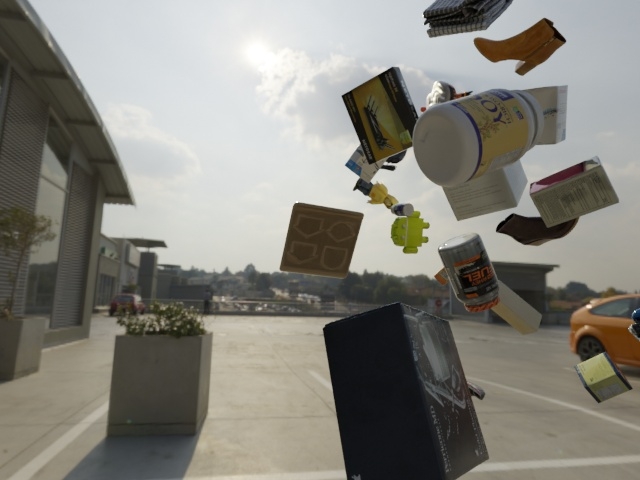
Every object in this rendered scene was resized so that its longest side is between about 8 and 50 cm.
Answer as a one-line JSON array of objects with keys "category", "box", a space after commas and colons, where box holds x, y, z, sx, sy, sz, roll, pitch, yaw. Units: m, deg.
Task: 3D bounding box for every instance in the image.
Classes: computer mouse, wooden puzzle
[{"category": "computer mouse", "box": [0.400, -0.483, 2.387, 0.184, 0.262, 0.060, 12, -39, 28]}, {"category": "wooden puzzle", "box": [0.000, 0.000, 1.823, 0.322, 0.347, 0.080, 8, 24, -16]}]

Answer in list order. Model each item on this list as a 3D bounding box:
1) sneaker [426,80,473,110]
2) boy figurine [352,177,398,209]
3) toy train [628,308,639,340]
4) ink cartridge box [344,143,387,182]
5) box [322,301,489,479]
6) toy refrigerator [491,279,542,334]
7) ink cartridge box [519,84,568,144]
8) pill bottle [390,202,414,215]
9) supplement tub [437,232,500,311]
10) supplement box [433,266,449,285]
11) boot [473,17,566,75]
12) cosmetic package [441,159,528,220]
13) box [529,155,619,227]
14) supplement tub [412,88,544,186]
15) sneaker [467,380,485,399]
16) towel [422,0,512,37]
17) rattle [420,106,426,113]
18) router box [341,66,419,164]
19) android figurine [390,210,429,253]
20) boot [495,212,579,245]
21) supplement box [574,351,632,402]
[{"category": "sneaker", "box": [0.540, -0.569, 1.627, 0.180, 0.124, 0.321, -1, 13, 5]}, {"category": "boy figurine", "box": [0.339, -0.278, 2.479, 0.285, 0.092, 0.177, 33, -45, 3]}, {"category": "toy train", "box": [0.825, 0.195, 0.944, 0.184, 0.105, 0.080, -27, 16, 13]}, {"category": "ink cartridge box", "box": [0.251, -0.430, 2.142, 0.148, 0.203, 0.086, 29, 14, -32]}, {"category": "box", "box": [0.279, 0.495, 1.312, 0.297, 0.479, 0.472, -24, -28, 28]}, {"category": "toy refrigerator", "box": [0.901, 0.320, 1.926, 0.269, 0.102, 0.094, 39, -33, -1]}, {"category": "ink cartridge box", "box": [0.944, -0.534, 1.741, 0.168, 0.232, 0.171, 8, 22, 42]}, {"category": "pill bottle", "box": [0.416, -0.157, 2.081, 0.067, 0.067, 0.120, 6, 0, -29]}, {"category": "supplement tub", "box": [0.660, 0.140, 1.789, 0.194, 0.316, 0.193, -24, 6, 3]}, {"category": "supplement box", "box": [0.722, 0.135, 2.184, 0.233, 0.080, 0.078, -48, -10, 26]}, {"category": "boot", "box": [0.777, -0.785, 1.585, 0.295, 0.104, 0.211, 20, -29, -15]}, {"category": "cosmetic package", "box": [0.847, -0.373, 2.158, 0.329, 0.393, 0.327, -14, 21, 43]}, {"category": "box", "box": [0.887, -0.170, 1.435, 0.232, 0.148, 0.127, -26, 12, 36]}, {"category": "supplement tub", "box": [0.473, -0.317, 1.223, 0.331, 0.241, 0.241, -22, 1, -23]}, {"category": "sneaker", "box": [0.623, 0.642, 1.745, 0.072, 0.077, 0.178, 21, 1, -28]}, {"category": "towel", "box": [0.528, -0.849, 1.451, 0.235, 0.283, 0.121, 17, -36, 43]}, {"category": "rattle", "box": [0.564, -0.628, 1.958, 0.143, 0.130, 0.200, -31, -29, 18]}, {"category": "router box", "box": [0.254, -0.494, 1.632, 0.243, 0.308, 0.081, -19, 8, 35]}, {"category": "android figurine", "box": [0.501, -0.048, 2.284, 0.273, 0.248, 0.056, 3, 3, -31]}, {"category": "boot", "box": [0.856, -0.065, 1.611, 0.207, 0.090, 0.248, 19, -36, -12]}, {"category": "supplement box", "box": [0.686, 0.333, 0.990, 0.083, 0.056, 0.083, -39, 7, 24]}]
